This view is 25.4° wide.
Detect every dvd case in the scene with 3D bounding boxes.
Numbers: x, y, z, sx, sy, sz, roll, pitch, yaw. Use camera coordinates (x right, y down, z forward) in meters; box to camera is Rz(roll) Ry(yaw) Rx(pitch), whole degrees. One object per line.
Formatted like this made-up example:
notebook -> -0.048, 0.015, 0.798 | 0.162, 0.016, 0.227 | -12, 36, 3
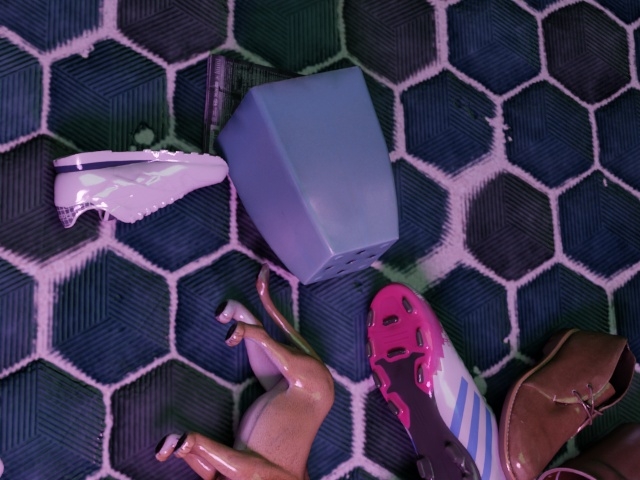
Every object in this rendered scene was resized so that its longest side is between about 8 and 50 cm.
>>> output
dvd case -> -0.056, -0.161, 1.972 | 0.221, 0.018, 0.164 | 10, 70, -23

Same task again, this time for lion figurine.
lion figurine -> -0.059, 0.241, 1.785 | 0.240, 0.142, 0.392 | 33, 61, -17

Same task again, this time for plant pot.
plant pot -> -0.002, -0.075, 1.848 | 0.165, 0.165, 0.234 | -15, 74, -29
plant pot -> 0.413, 0.346, 1.979 | 0.165, 0.167, 0.167 | -33, 91, -37

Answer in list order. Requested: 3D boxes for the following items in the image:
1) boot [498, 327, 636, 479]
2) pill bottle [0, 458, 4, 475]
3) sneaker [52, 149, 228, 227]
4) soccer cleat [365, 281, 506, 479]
boot -> 0.339, 0.222, 1.952 | 0.305, 0.115, 0.112 | -49, 125, -42
pill bottle -> -0.456, 0.310, 1.581 | 0.117, 0.117, 0.208 | 36, 62, -12
sneaker -> -0.231, -0.070, 1.833 | 0.235, 0.090, 0.095 | -5, 90, -23
soccer cleat -> 0.163, 0.214, 1.932 | 0.143, 0.116, 0.331 | -4, 71, -52
